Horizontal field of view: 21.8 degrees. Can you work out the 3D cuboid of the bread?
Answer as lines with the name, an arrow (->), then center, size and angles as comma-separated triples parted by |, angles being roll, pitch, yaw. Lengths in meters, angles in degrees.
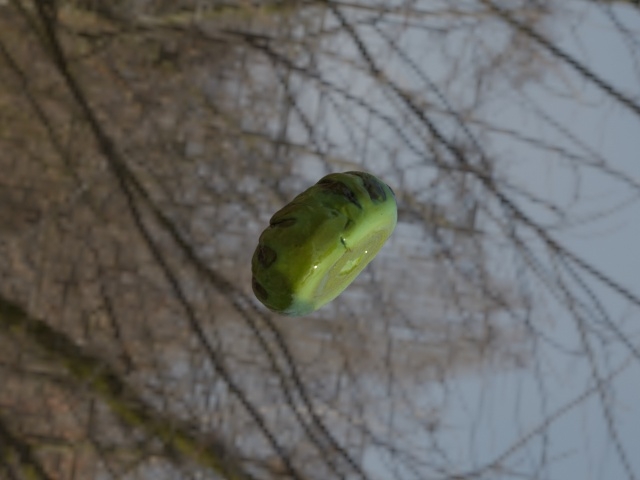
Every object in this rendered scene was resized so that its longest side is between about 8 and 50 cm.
bread -> 0.000, 0.000, 1.321 | 0.139, 0.071, 0.130 | -45, 161, -11
